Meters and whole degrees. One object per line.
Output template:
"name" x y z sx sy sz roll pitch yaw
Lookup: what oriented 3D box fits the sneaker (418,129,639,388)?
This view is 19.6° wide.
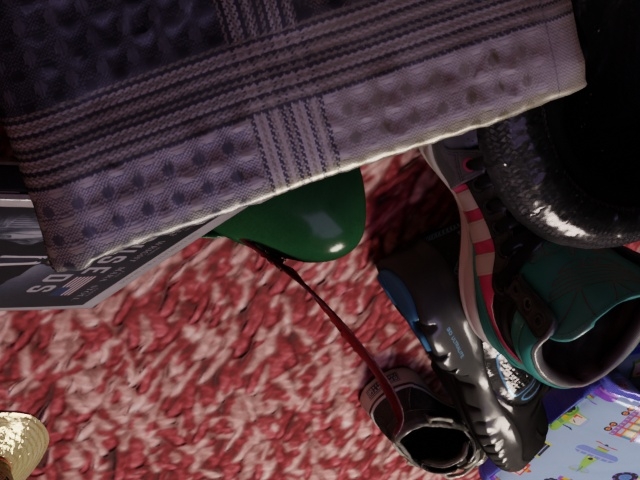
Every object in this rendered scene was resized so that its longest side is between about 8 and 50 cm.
"sneaker" 0.159 -0.009 1.313 0.124 0.178 0.295 -28 125 -16

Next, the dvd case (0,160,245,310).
"dvd case" -0.187 0.001 1.179 0.239 0.029 0.179 1 155 -47

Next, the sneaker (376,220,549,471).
"sneaker" 0.162 0.088 1.566 0.140 0.125 0.341 -33 148 -2

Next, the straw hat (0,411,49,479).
"straw hat" -0.265 0.198 1.417 0.145 0.061 0.144 -22 147 -15

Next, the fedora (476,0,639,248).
"fedora" 0.183 -0.169 1.179 0.334 0.152 0.334 -17 124 -28

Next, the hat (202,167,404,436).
"hat" 0.000 0.000 1.257 0.208 0.183 0.173 14 126 -48

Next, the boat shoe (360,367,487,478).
"boat shoe" 0.108 0.184 1.698 0.078 0.070 0.219 -40 147 12

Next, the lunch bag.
"lunch bag" 0.310 0.185 1.809 0.293 0.138 0.221 3 147 -30

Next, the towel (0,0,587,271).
"towel" -0.034 -0.171 0.978 0.324 0.056 0.312 -19 111 -7
